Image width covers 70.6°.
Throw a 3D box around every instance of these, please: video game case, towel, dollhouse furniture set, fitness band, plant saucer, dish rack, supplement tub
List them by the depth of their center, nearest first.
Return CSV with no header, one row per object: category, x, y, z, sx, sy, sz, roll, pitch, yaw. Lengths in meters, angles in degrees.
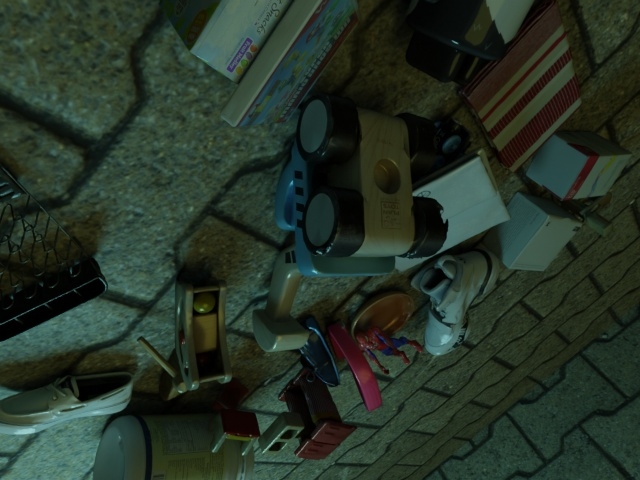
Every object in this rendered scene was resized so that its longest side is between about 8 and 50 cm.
video game case,-0.024,-0.243,0.601,0.025,0.285,0.204,39,107,-4
dish rack,-0.483,0.021,0.672,0.208,0.074,0.271,-27,137,-9
towel,0.445,-0.309,0.974,0.237,0.037,0.329,-46,138,10
supplement tub,-0.352,0.547,1.105,0.325,0.235,0.235,17,117,-40
dollhouse furniture set,-0.107,0.438,1.196,0.374,0.201,0.152,26,112,-37
fitness band,0.093,0.335,1.206,0.054,0.209,0.291,-28,137,-9
dollhouse furniture set,0.764,-0.075,1.268,0.101,0.182,0.161,-39,137,5
plant saucer,0.170,0.211,1.269,0.200,0.037,0.200,-17,135,-17

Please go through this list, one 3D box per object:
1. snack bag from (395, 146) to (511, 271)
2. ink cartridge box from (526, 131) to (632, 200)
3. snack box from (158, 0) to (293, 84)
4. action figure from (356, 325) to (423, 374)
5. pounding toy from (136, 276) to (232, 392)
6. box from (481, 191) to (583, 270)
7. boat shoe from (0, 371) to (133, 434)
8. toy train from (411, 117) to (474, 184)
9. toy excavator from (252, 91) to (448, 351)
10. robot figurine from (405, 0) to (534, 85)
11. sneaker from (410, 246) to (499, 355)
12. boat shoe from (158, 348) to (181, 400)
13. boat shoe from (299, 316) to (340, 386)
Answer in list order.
snack bag,0.252,-0.036,1.018,0.323,0.037,0.342,-30,147,18
ink cartridge box,0.645,-0.190,1.132,0.176,0.128,0.127,-7,131,-26
snack box,-0.099,-0.301,0.518,0.070,0.207,0.174,25,113,-40
action figure,0.206,0.320,1.268,0.280,0.139,0.091,27,110,-41
pounding toy,-0.264,0.203,0.876,0.155,0.154,0.269,-4,112,-29
box,0.585,-0.021,1.254,0.181,0.119,0.182,6,124,-35
boat shoe,-0.513,0.311,0.912,0.258,0.095,0.084,-1,125,-44
toy train,0.246,-0.168,0.946,0.105,0.080,0.184,6,128,-40
toy excavator,0.000,0.000,0.858,0.222,0.445,0.432,1,83,-31
robot figurine,0.238,-0.381,0.675,0.174,0.209,0.278,22,121,-2
sneaker,0.338,0.180,1.272,0.210,0.137,0.365,1,122,-34
boat shoe,-0.313,0.293,1.037,0.059,0.063,0.170,5,125,-52
boat shoe,-0.017,0.303,1.209,0.089,0.109,0.258,-23,120,-2
